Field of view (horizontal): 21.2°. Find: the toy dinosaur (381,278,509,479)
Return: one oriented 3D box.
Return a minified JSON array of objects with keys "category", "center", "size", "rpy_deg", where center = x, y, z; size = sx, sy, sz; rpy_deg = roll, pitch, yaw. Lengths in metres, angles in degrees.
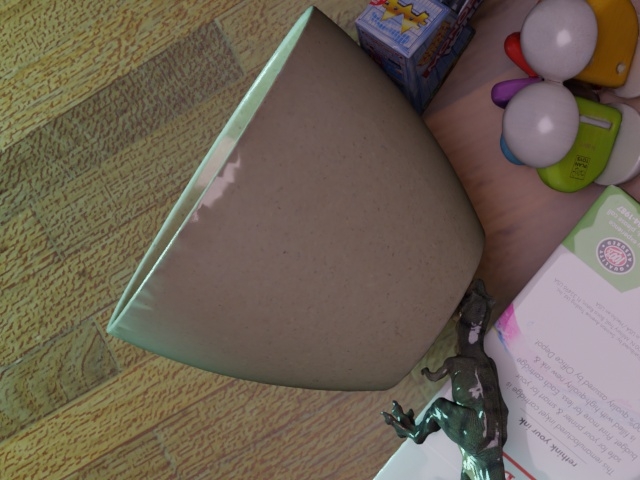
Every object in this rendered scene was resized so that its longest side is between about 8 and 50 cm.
[{"category":"toy dinosaur","center":[0.121,0.168,1.430],"size":[0.118,0.064,0.268],"rpy_deg":[-31,63,43]}]

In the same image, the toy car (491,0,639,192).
[{"category":"toy car","center":[0.213,-0.136,1.519],"size":[0.136,0.159,0.182],"rpy_deg":[15,94,47]}]

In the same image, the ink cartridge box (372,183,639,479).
[{"category":"ink cartridge box","center":[0.226,0.150,1.515],"size":[0.207,0.119,0.353],"rpy_deg":[41,98,10]}]

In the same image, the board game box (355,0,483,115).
[{"category":"board game box","center":[0.099,-0.207,1.504],"size":[0.060,0.194,0.194],"rpy_deg":[34,98,10]}]

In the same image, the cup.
[{"category":"cup","center":[0.000,0.000,1.486],"size":[0.237,0.331,0.331],"rpy_deg":[33,97,-7]}]
